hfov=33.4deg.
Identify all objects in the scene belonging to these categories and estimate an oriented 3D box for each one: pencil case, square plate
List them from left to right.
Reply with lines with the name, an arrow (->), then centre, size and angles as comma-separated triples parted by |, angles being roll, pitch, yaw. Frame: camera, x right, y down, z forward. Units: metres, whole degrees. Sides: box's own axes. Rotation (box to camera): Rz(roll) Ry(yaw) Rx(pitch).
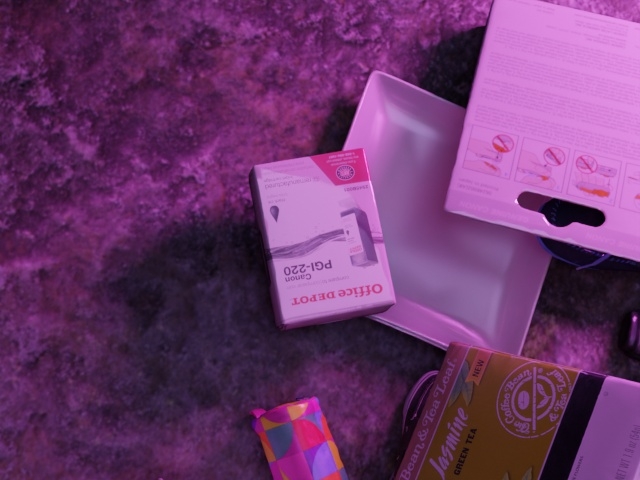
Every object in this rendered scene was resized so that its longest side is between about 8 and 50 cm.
pencil case -> -0.012, 0.321, 1.406 | 0.104, 0.104, 0.236 | -19, 80, -13
square plate -> 0.169, -0.025, 1.528 | 0.344, 0.049, 0.347 | 23, 76, -4

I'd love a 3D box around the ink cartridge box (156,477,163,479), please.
ink cartridge box -> -0.286, 0.449, 1.273 | 0.353, 0.207, 0.119 | -41, 89, -15

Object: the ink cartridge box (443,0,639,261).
ink cartridge box -> 0.353, -0.150, 1.496 | 0.308, 0.091, 0.385 | 15, 65, 5

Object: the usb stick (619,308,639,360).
usb stick -> 0.574, 0.169, 1.558 | 0.278, 0.045, 0.077 | 16, 77, -6

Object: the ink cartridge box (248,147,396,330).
ink cartridge box -> 0.000, 0.000, 1.425 | 0.158, 0.092, 0.218 | -10, 83, -8

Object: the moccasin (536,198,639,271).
moccasin -> 0.476, -0.022, 1.519 | 0.342, 0.117, 0.138 | 3, 82, -18

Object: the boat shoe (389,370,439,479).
boat shoe -> 0.138, 0.285, 1.445 | 0.080, 0.076, 0.228 | 24, 76, -4

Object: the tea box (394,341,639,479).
tea box -> 0.275, 0.336, 1.306 | 0.220, 0.323, 0.329 | 36, 71, -39
